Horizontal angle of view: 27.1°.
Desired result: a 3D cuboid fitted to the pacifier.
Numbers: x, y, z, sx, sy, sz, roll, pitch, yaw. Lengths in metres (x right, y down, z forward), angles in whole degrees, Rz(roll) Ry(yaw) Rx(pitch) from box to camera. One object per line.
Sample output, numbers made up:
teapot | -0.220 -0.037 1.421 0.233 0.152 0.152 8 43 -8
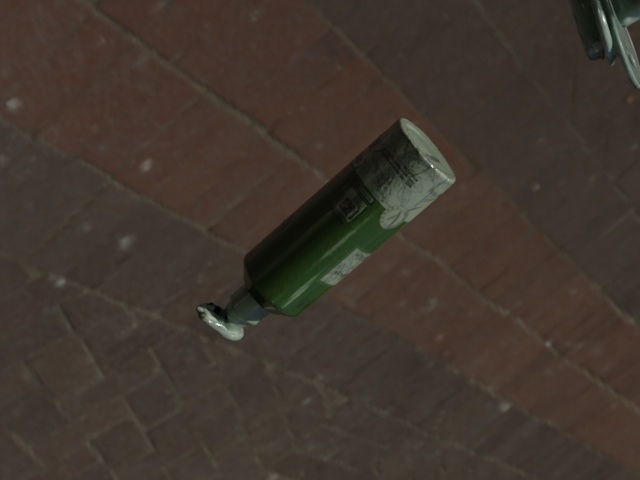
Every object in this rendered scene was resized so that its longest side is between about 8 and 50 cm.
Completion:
pacifier | 0.283 -0.216 1.192 0.117 0.150 0.127 -17 168 23

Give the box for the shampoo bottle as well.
shampoo bottle | 0.000 0.000 0.946 0.204 0.065 0.065 -41 151 16
